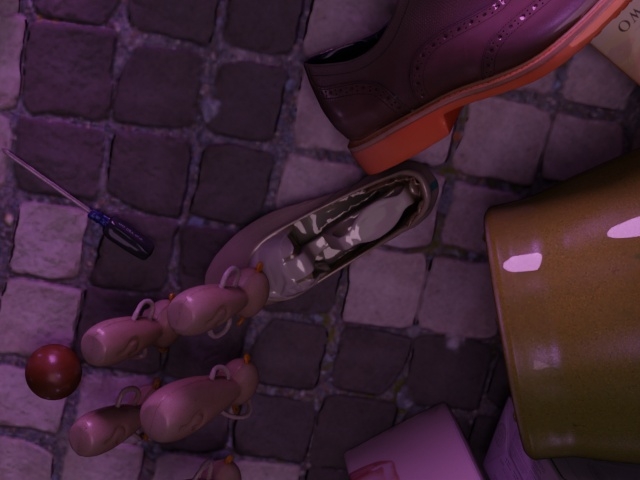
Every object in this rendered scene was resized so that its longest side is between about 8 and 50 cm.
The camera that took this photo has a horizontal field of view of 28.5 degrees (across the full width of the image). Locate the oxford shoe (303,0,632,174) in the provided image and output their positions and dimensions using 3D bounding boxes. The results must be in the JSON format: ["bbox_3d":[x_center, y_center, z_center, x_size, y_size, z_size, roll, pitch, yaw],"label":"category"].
[{"bbox_3d":[0.139,-0.196,1.074,0.363,0.130,0.133,-33,103,26],"label":"oxford shoe"}]

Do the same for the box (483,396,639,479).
[{"bbox_3d":[0.329,0.254,1.266,0.290,0.169,0.087,12,110,-14],"label":"box"}]

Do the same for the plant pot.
[{"bbox_3d":[0.336,0.055,1.135,0.353,0.366,0.366,-10,111,9],"label":"plant pot"}]

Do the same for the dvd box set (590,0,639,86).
[{"bbox_3d":[0.286,-0.331,1.099,0.420,0.062,0.307,36,111,-17],"label":"dvd box set"}]

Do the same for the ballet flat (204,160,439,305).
[{"bbox_3d":[0.000,0.000,1.192,0.248,0.086,0.086,-30,110,4],"label":"ballet flat"}]

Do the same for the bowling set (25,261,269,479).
[{"bbox_3d":[-0.163,0.124,1.204,0.200,0.154,0.287,26,112,25],"label":"bowling set"}]

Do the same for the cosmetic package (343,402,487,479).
[{"bbox_3d":[0.122,0.301,1.199,0.129,0.296,0.153,-26,108,3],"label":"cosmetic package"}]

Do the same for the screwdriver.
[{"bbox_3d":[-0.230,-0.033,1.185,0.170,0.024,0.025,32,74,-14],"label":"screwdriver"}]
